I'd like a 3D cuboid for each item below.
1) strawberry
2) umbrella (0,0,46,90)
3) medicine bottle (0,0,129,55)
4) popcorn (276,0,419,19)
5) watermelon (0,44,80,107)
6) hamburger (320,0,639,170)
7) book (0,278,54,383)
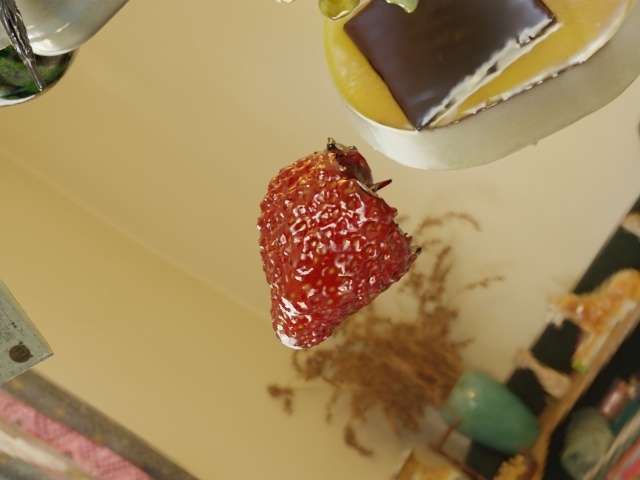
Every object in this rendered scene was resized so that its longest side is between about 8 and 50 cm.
[{"bbox_3d":[0.002,0.004,1.564,0.257,0.261,0.261,-32,-4,2],"label":"strawberry"},{"bbox_3d":[-0.288,-0.247,0.945,0.044,0.269,0.044,-28,-4,10],"label":"umbrella"},{"bbox_3d":[-0.295,-0.327,1.154,0.282,0.375,0.123,-49,-51,-14],"label":"medicine bottle"},{"bbox_3d":[0.001,-0.193,0.603,0.135,0.162,0.141,-19,9,47],"label":"popcorn"},{"bbox_3d":[-0.485,-0.334,1.609,0.285,0.285,0.285,-58,-4,-7],"label":"watermelon"},{"bbox_3d":[0.141,-0.186,0.920,0.295,0.227,0.151,-22,-12,16],"label":"hamburger"},{"bbox_3d":[-0.445,0.133,1.340,0.198,0.138,0.016,-28,24,6],"label":"book"}]
